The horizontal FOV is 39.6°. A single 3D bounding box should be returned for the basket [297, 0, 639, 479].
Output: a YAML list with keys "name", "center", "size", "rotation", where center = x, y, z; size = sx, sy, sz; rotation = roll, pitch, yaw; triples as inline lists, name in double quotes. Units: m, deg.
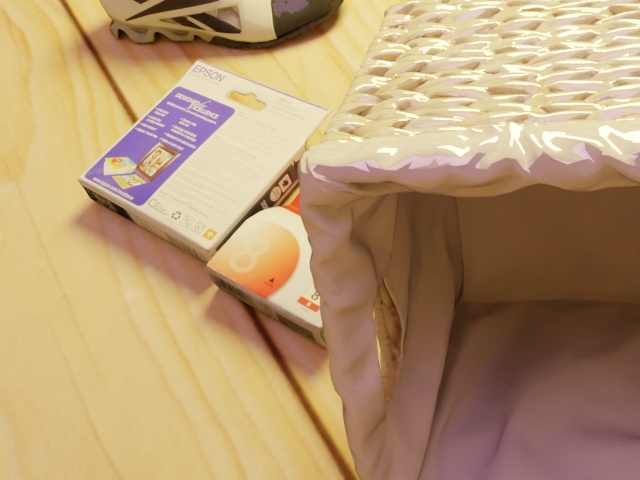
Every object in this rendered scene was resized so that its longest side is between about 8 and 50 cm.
- name: "basket"
  center: [0.193, 0.015, 0.588]
  size: [0.332, 0.328, 0.266]
  rotation: [0, 37, 17]

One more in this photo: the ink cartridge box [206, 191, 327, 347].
- name: "ink cartridge box"
  center: [0.000, 0.000, 0.864]
  size: [0.145, 0.045, 0.179]
  rotation: [26, 67, 30]

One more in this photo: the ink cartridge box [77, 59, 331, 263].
- name: "ink cartridge box"
  center: [-0.122, -0.090, 0.965]
  size: [0.206, 0.045, 0.208]
  rotation: [27, 66, 31]

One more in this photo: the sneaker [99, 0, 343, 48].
- name: "sneaker"
  center: [-0.135, -0.323, 1.085]
  size: [0.331, 0.146, 0.122]
  rotation: [0, 53, 15]
